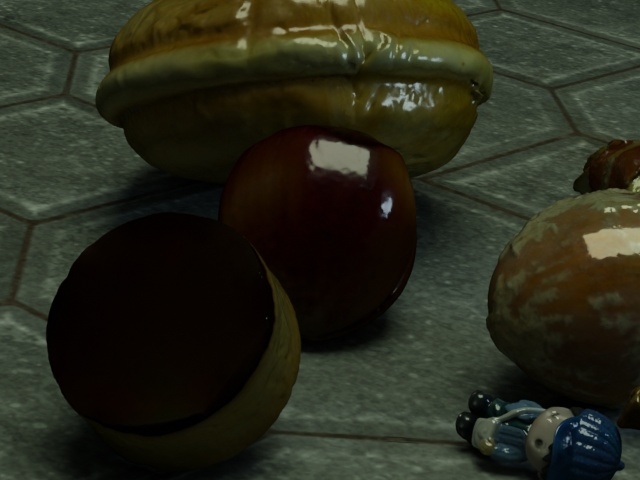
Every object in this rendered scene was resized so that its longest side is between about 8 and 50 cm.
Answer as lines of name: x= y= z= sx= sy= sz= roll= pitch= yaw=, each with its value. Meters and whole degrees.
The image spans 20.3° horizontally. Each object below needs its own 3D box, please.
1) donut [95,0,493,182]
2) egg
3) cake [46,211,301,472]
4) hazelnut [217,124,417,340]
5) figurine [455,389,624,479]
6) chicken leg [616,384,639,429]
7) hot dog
donut: x=-0.026 y=-0.163 z=1.886 sx=0.448 sy=0.198 sz=0.449 roll=-4 pitch=-4 yaw=0
egg: x=0.254 y=0.052 z=1.551 sx=0.233 sy=0.195 sz=0.195 roll=-9 pitch=25 yaw=-29
cake: x=-0.103 y=0.096 z=1.407 sx=0.185 sy=0.178 sz=0.208 roll=-26 pitch=53 yaw=3
hazelnut: x=0.000 y=0.000 z=1.661 sx=0.208 sy=0.208 sz=0.208 roll=5 pitch=21 yaw=-2
figurine: x=0.177 y=0.164 z=1.431 sx=0.136 sy=0.079 sz=0.077 roll=5 pitch=55 yaw=52
chicken leg: x=0.334 y=0.163 z=1.390 sx=0.207 sy=0.085 sz=0.101 roll=19 pitch=15 yaw=-4
hot dog: x=0.377 y=-0.068 z=2.015 sx=0.146 sy=0.103 sz=0.213 roll=-4 pitch=22 yaw=-23
